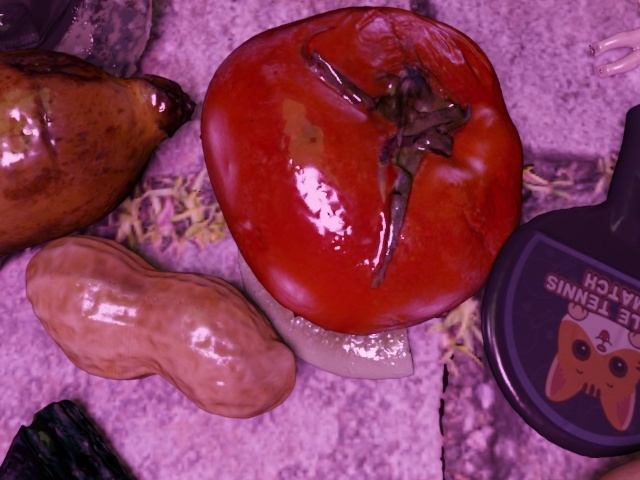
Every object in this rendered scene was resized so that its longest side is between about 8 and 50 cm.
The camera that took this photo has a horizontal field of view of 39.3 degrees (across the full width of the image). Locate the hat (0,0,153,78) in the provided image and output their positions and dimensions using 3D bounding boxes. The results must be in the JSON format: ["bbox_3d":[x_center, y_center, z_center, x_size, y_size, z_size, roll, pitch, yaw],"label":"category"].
[{"bbox_3d":[-0.249,-0.209,0.672,0.265,0.266,0.128,-18,31,0],"label":"hat"}]

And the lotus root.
[{"bbox_3d":[-0.209,-0.056,0.606,0.260,0.145,0.129,-17,88,2],"label":"lotus root"}]

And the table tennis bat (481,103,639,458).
[{"bbox_3d":[0.182,0.019,0.564,0.150,0.027,0.236,25,70,-8],"label":"table tennis bat"}]

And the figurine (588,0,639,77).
[{"bbox_3d":[0.249,-0.146,0.638,0.109,0.047,0.064,-21,95,6],"label":"figurine"}]

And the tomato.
[{"bbox_3d":[0.039,-0.064,0.566,0.227,0.101,0.228,8,63,-16],"label":"tomato"}]

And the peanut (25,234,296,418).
[{"bbox_3d":[-0.105,0.057,0.579,0.192,0.089,0.089,19,72,15],"label":"peanut"}]

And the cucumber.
[{"bbox_3d":[-0.147,0.199,0.532,0.115,0.086,0.193,-39,75,-11],"label":"cucumber"}]

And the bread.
[{"bbox_3d":[-0.003,0.004,0.612,0.112,0.036,0.193,-8,67,5],"label":"bread"}]

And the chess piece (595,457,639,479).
[{"bbox_3d":[0.195,0.179,0.480,0.300,0.137,0.137,-23,66,-16],"label":"chess piece"}]
